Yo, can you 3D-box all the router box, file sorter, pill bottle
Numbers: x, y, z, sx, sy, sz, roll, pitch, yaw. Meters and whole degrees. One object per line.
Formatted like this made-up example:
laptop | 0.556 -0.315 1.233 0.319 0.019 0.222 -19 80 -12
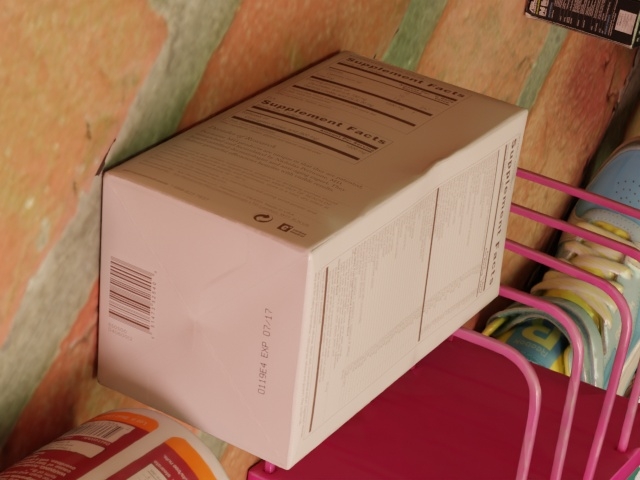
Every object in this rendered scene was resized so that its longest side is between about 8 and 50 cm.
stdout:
router box | 0.229 -0.188 1.306 0.122 0.092 0.038 -23 129 -57
file sorter | 0.119 0.082 1.170 0.290 0.202 0.182 -29 133 -53
pill bottle | -0.145 0.176 0.821 0.221 0.121 0.121 -29 134 -53

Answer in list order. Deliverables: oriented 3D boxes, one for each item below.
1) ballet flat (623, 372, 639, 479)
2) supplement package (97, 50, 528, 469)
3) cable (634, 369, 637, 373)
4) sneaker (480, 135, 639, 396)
ballet flat | 0.354 0.297 1.903 0.147 0.147 0.409 16 99 -64
supplement package | 0.000 0.000 0.954 0.244 0.133 0.139 -33 137 -50
cable | 0.412 0.153 1.969 0.150 0.047 0.185 13 98 -64
sneaker | 0.233 0.049 1.456 0.208 0.127 0.319 15 94 -66
